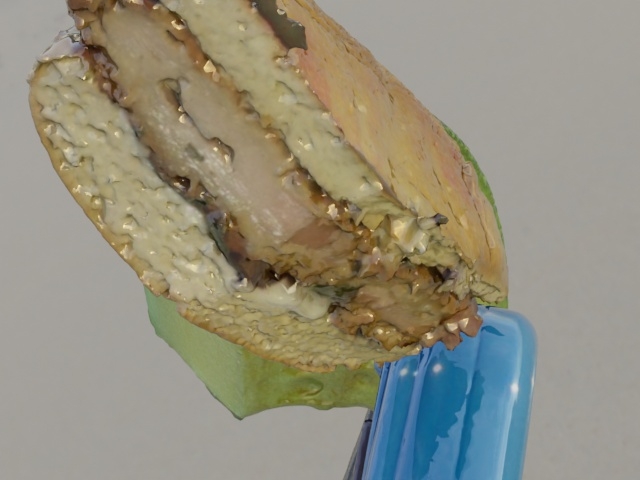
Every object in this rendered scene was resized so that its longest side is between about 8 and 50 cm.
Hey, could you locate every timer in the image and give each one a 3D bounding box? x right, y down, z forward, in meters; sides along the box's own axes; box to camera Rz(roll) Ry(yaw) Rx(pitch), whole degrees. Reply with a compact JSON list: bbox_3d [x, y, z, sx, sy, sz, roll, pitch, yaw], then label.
[{"bbox_3d":[0.075,0.217,0.974,0.115,0.340,0.309,10,66,8],"label":"timer"}]

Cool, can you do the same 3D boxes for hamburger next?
[{"bbox_3d":[-0.016,-0.039,0.762,0.155,0.282,0.245,-28,9,21],"label":"hamburger"}]

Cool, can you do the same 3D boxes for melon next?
[{"bbox_3d":[0.000,0.000,1.167,0.331,0.344,0.226,12,41,8],"label":"melon"}]

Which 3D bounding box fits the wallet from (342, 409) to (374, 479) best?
[{"bbox_3d":[0.082,0.334,2.237,0.044,0.149,0.250,6,54,21],"label":"wallet"}]
